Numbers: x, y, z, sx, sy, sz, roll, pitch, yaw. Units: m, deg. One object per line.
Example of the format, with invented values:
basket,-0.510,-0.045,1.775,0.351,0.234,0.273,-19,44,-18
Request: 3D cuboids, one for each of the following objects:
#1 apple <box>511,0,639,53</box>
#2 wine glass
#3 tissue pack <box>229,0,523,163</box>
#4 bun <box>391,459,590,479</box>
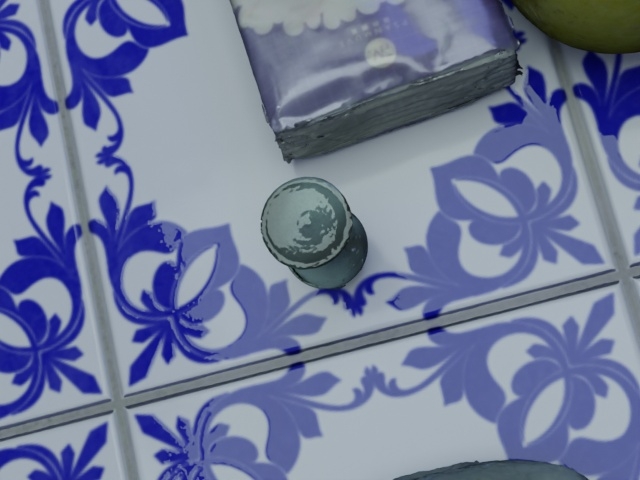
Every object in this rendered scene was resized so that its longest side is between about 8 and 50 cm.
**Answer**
apple,0.252,-0.280,0.971,0.194,0.261,0.261,-23,75,-10
wine glass,0.000,0.000,0.987,0.079,0.195,0.079,-1,82,8
tissue pack,0.022,-0.276,1.072,0.242,0.125,0.344,-19,76,6
bun,0.131,0.343,0.897,0.354,0.194,0.355,-2,79,8
